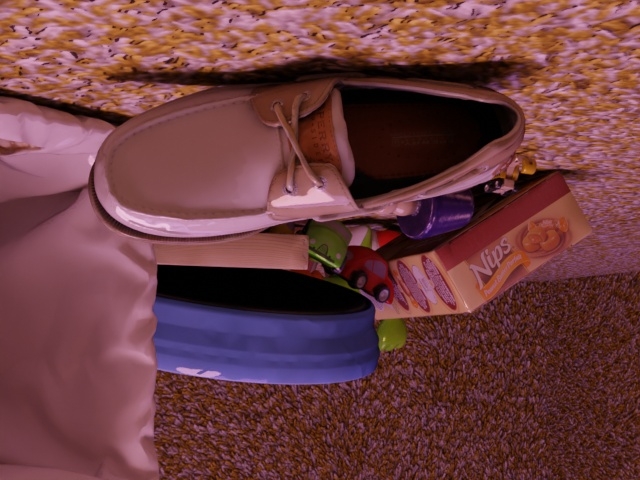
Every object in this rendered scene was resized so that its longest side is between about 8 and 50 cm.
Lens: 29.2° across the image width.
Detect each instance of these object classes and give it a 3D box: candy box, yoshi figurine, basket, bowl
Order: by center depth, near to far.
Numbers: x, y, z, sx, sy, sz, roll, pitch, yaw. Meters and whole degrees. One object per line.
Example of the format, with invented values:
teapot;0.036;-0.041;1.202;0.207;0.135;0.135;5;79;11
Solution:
basket;-0.323;0.066;0.935;0.266;0.331;0.328;-3;175;34
bowl;-0.120;0.080;1.437;0.391;0.077;0.391;9;-174;-1
candy box;0.170;0.014;1.498;0.183;0.088;0.316;-32;-175;-17
yoshi figurine;0.111;0.057;1.924;0.362;0.204;0.203;-4;-169;-9

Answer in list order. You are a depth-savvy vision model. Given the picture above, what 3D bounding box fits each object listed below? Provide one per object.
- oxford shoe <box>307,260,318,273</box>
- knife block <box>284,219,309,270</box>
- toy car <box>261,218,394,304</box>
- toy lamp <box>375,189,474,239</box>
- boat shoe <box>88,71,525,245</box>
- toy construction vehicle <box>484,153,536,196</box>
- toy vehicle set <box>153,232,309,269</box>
oxford shoe;-0.156;0.033;2.002;0.146;0.141;0.397;31;-161;33
knife block;-0.164;-0.005;1.716;0.276;0.242;0.088;-53;155;18
toy car;0.000;0.000;1.387;0.239;0.053;0.225;30;177;-6
toy lamp;0.038;-0.040;1.285;0.274;0.080;0.080;0;175;-28
boat shoe;-0.007;-0.067;0.841;0.302;0.113;0.103;-12;176;-15
toy construction vehicle;0.163;-0.073;1.254;0.085;0.035;0.098;11;169;-16
toy vehicle set;-0.140;0.008;1.319;0.166;0.035;0.267;3;179;-24
